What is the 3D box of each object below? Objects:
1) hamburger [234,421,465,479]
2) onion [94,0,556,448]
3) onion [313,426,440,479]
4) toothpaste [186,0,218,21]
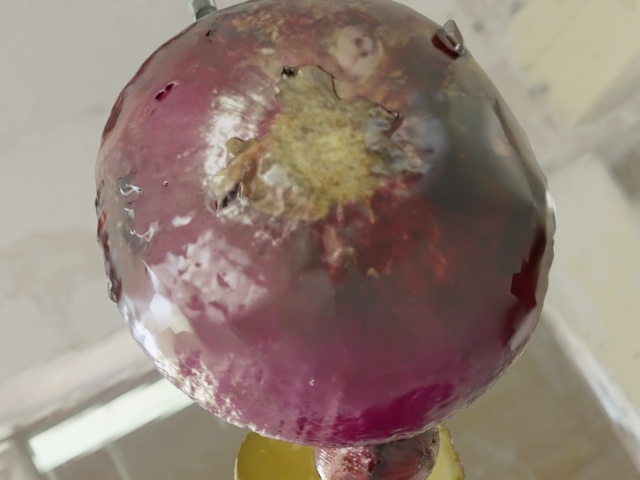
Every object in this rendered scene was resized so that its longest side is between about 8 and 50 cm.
[{"bbox_3d":[0.015,0.301,1.964,0.261,0.303,0.186,-36,-31,-32],"label":"hamburger"},{"bbox_3d":[0.000,0.000,1.311,0.348,0.347,0.385,-28,-15,-12],"label":"onion"},{"bbox_3d":[0.055,0.197,1.683,0.131,0.131,0.131,-29,-15,-9],"label":"onion"},{"bbox_3d":[-0.185,-0.376,2.483,0.039,0.239,0.062,-17,-53,-4],"label":"toothpaste"}]
